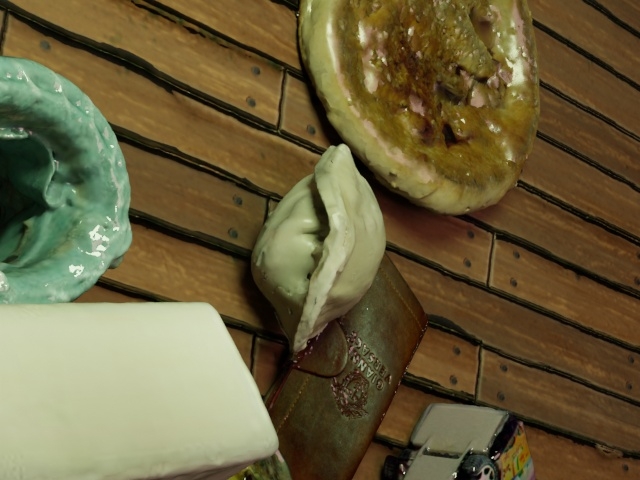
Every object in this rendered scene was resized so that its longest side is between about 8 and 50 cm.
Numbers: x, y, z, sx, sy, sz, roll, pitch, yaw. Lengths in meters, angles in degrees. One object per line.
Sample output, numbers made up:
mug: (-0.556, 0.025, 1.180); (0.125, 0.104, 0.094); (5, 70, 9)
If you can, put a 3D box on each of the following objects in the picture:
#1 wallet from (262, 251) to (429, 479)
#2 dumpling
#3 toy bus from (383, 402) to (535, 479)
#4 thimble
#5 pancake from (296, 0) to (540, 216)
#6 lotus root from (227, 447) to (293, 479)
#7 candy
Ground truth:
wallet: (0.019, 0.128, 1.695); (0.137, 0.031, 0.255); (53, 50, -31)
dumpling: (0.000, 0.000, 1.615); (0.136, 0.118, 0.199); (100, -3, -60)
toy bus: (0.097, 0.303, 1.714); (0.317, 0.112, 0.138); (-55, 135, -36)
thimble: (-0.252, -0.028, 1.322); (0.235, 0.143, 0.198); (26, 68, -43)
pancake: (0.118, -0.191, 1.820); (0.356, 0.065, 0.356); (14, 72, -48)
lotus root: (-0.072, 0.190, 1.485); (0.183, 0.078, 0.203); (54, 20, -16)
candy: (-0.223, 0.139, 1.254); (0.358, 0.208, 0.145); (2, 60, -48)
